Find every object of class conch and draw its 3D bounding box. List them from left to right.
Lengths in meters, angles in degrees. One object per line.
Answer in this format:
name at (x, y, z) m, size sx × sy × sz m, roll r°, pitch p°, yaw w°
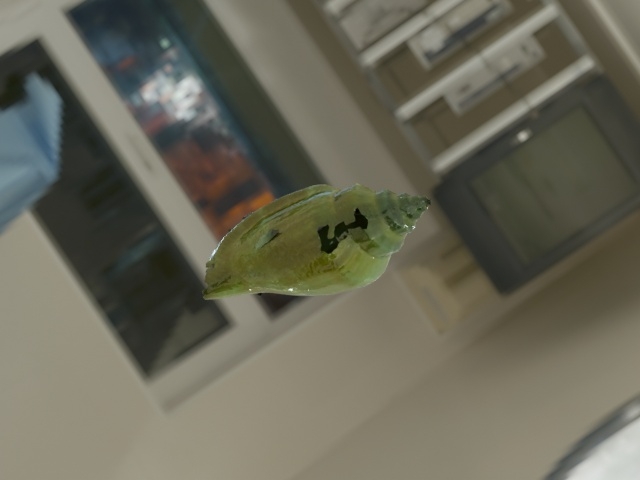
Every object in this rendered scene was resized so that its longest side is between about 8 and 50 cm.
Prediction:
conch at (0.000, -0.001, 1.472) m, size 0.201 × 0.079 × 0.095 m, roll -4°, pitch -126°, yaw 21°
